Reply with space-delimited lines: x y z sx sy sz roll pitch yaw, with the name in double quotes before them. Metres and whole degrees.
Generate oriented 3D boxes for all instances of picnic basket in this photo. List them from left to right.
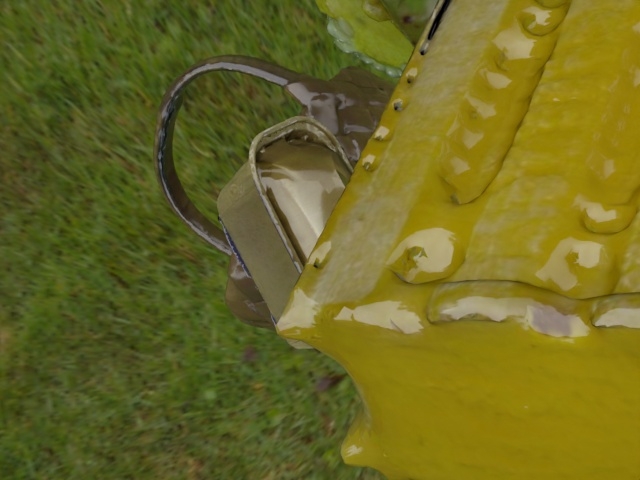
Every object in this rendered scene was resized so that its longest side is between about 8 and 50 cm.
"picnic basket" -0.052 -0.072 1.686 0.337 0.337 0.293 20 129 5

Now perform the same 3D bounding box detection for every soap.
"soap" 0.172 -0.022 0.763 0.294 0.156 0.335 -2 43 27

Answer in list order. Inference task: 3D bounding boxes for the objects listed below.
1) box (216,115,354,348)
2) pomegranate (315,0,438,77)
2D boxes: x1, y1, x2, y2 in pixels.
"box" 0.000 0.000 1.060 0.111 0.111 0.177 -29 92 1
"pomegranate" 0.113 -0.288 1.317 0.261 0.260 0.340 -1 48 4
